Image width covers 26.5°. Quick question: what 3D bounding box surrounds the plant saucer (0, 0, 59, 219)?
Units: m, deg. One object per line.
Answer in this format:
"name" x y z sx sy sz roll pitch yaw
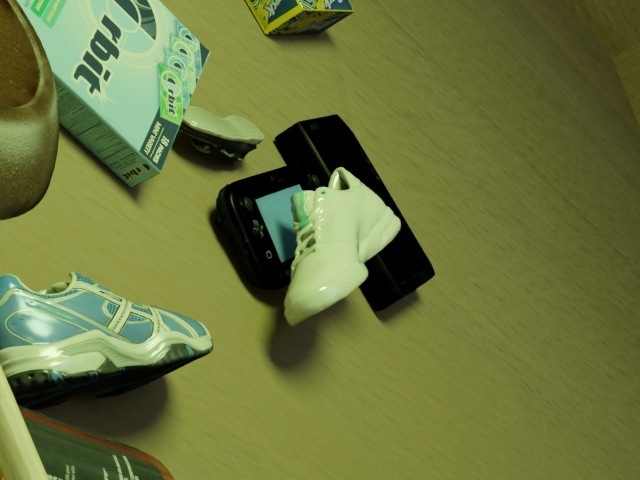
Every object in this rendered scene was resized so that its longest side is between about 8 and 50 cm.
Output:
"plant saucer" -0.255 -0.143 0.756 0.310 0.050 0.310 44 18 -18

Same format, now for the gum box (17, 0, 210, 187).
"gum box" -0.184 -0.161 1.118 0.184 0.041 0.157 45 41 -29

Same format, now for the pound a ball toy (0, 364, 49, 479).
"pound a ball toy" -0.249 0.063 0.593 0.208 0.136 0.319 -23 79 -30

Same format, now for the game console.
"game console" 0.002 -0.016 1.353 0.213 0.044 0.361 59 24 3

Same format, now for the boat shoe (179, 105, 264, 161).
"boat shoe" -0.098 -0.096 1.260 0.046 0.038 0.125 44 18 18

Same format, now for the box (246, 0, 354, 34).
"box" -0.022 -0.281 1.615 0.054 0.059 0.169 62 23 2

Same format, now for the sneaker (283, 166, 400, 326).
"sneaker" 0.000 0.000 1.222 0.094 0.080 0.212 54 28 -10

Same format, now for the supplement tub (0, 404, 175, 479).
"supplement tub" -0.173 0.140 0.730 0.198 0.106 0.106 32 34 -46

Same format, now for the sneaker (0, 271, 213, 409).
"sneaker" -0.145 0.060 0.917 0.211 0.080 0.081 5 60 -63
